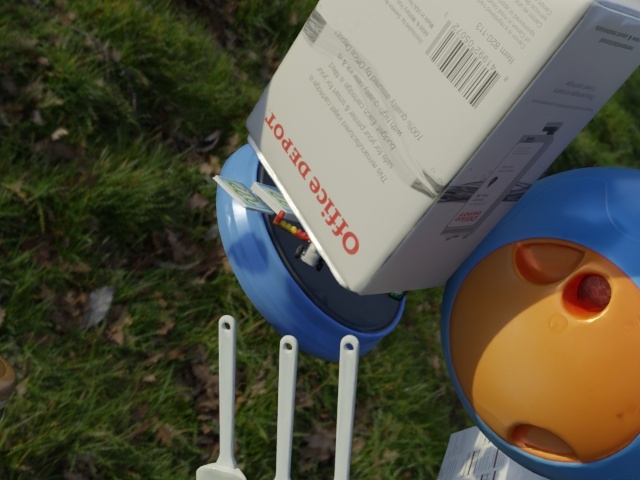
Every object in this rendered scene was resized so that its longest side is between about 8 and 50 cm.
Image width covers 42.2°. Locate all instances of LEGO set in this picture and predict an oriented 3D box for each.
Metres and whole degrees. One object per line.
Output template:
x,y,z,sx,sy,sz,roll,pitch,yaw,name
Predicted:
0.004,-0.017,1.007,0.183,0.060,0.244,13,24,-48,LEGO set

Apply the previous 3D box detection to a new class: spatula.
-0.038,0.190,0.775,0.168,0.241,0.019,9,19,20,spatula

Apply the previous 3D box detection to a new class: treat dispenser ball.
0.252,0.077,0.744,0.288,0.288,0.288,17,55,-26,treat dispenser ball

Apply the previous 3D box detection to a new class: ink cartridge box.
0.085,-0.124,0.654,0.117,0.283,0.207,-2,49,-43,ink cartridge box

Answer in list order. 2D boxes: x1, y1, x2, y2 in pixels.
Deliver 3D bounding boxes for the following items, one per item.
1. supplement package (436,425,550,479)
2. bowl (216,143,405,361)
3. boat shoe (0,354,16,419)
0.307,0.462,1.419,0.204,0.145,0.262,60,27,-9,supplement package
0.000,0.000,1.340,0.391,0.077,0.391,35,39,-35,bowl
-0.489,0.163,1.044,0.123,0.123,0.342,-2,20,-46,boat shoe
